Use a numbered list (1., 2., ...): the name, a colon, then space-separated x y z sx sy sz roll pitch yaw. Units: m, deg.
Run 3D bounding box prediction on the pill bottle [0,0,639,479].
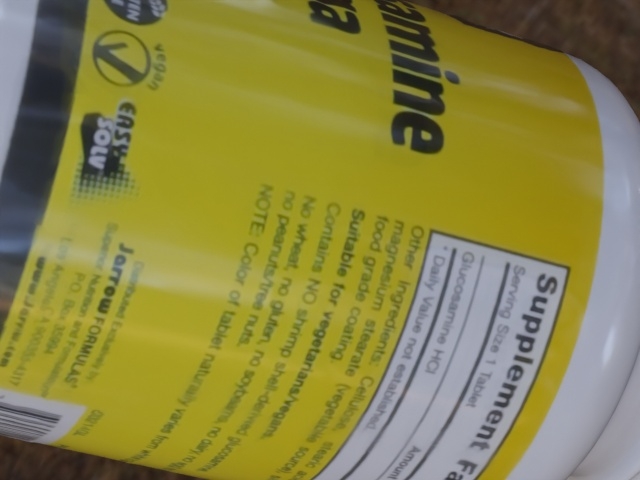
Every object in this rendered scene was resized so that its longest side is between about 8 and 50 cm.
1. pill bottle: 0.000 0.000 0.735 0.334 0.188 0.188 15 58 -20
